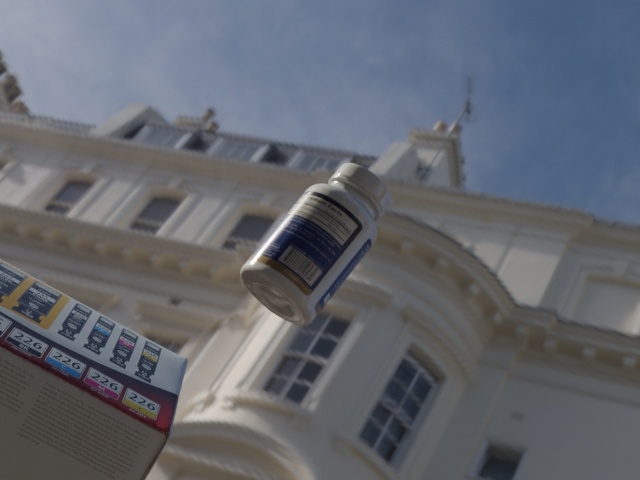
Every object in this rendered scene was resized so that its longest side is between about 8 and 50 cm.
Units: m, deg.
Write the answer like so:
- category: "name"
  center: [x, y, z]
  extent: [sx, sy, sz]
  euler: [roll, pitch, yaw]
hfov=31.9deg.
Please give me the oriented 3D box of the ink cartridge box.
- category: "ink cartridge box"
  center: [-0.287, 0.104, 1.005]
  extent: [0.309, 0.272, 0.130]
  euler: [30, -82, -8]

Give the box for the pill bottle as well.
- category: "pill bottle"
  center: [0.000, 0.000, 0.846]
  extent: [0.067, 0.120, 0.067]
  euler: [33, -22, 15]
